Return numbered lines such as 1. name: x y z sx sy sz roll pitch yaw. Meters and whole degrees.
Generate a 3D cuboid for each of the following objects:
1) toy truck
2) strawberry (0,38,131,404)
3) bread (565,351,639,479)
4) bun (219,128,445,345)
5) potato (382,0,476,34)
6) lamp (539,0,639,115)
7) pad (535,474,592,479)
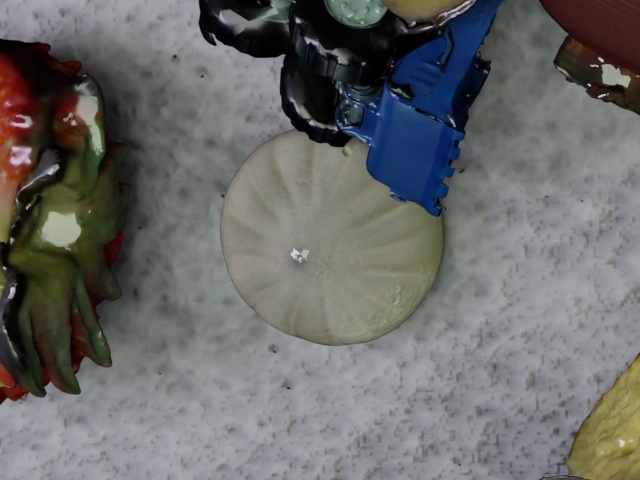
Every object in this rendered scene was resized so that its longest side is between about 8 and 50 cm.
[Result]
1. toy truck: 0.029 -0.126 1.114 0.126 0.113 0.208 -37 74 -19
2. strawberry: -0.237 -0.004 1.223 0.306 0.137 0.233 0 82 39
3. bread: 0.251 0.097 1.074 0.147 0.160 0.260 30 119 -8
4. bun: 0.000 0.000 1.164 0.138 0.094 0.138 3 100 17
5. potato: 0.066 -0.253 1.017 0.120 0.100 0.261 -12 63 40
6. lamp: 0.215 -0.186 1.037 0.180 0.180 0.258 31 104 7
7. pad: 0.124 0.296 1.127 0.315 0.063 0.375 30 131 8
